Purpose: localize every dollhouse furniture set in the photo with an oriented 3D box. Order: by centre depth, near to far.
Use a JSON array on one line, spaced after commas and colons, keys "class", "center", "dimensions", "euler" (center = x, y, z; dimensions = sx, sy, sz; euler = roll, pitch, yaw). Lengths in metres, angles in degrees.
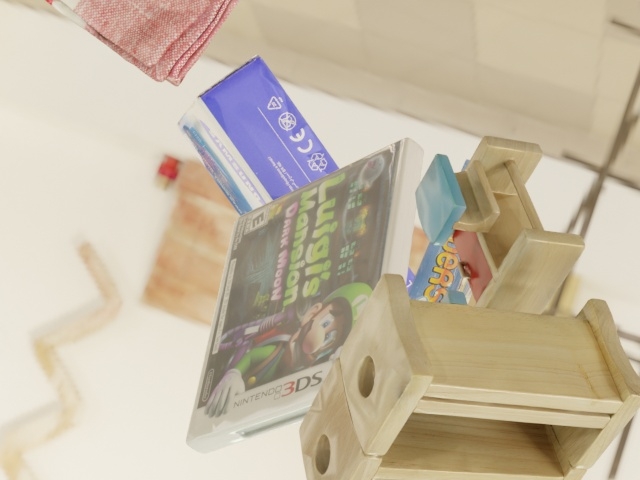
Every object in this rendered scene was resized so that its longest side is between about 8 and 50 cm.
[{"class": "dollhouse furniture set", "center": [0.061, 0.047, 0.776], "dimensions": [0.129, 0.184, 0.129], "euler": [7, 133, -22]}]

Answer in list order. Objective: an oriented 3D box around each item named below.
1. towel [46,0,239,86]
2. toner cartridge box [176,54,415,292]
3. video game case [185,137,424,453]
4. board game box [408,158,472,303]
[{"class": "towel", "center": [-0.138, -0.260, 0.698], "dimensions": [0.329, 0.237, 0.037], "euler": [35, -169, 1]}, {"class": "toner cartridge box", "center": [0.000, 0.000, 1.372], "dimensions": [0.348, 0.075, 0.165], "euler": [55, 167, -3]}, {"class": "video game case", "center": [-0.011, 0.037, 0.966], "dimensions": [0.173, 0.190, 0.022], "euler": [-23, 133, 39]}, {"class": "board game box", "center": [0.092, 0.047, 1.126], "dimensions": [0.035, 0.201, 0.136], "euler": [23, 175, 11]}]
